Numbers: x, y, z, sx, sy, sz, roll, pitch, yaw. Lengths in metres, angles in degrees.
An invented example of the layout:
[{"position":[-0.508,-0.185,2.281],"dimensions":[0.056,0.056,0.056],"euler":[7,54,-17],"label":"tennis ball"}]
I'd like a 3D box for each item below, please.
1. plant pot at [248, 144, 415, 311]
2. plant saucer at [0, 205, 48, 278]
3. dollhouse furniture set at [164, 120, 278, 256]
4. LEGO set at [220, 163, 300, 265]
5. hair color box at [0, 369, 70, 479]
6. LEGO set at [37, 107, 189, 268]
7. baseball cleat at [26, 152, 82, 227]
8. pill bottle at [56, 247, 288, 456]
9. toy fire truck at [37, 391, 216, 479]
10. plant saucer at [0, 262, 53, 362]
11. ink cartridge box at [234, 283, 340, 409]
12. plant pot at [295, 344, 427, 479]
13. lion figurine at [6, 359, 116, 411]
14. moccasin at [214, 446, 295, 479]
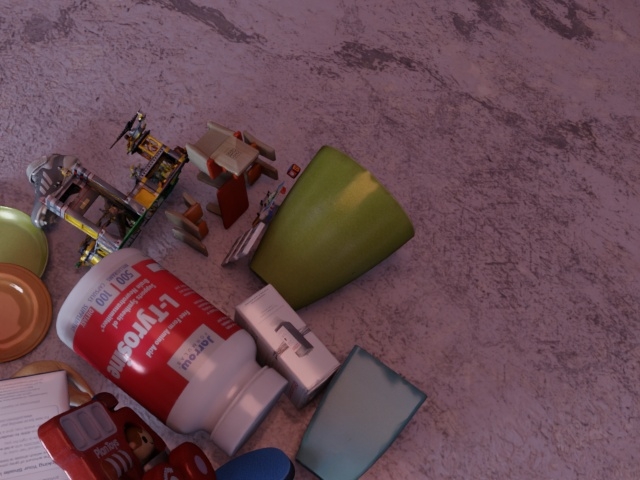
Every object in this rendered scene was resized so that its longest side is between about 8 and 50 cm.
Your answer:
[{"position":[0.000,0.000,1.470],"dimensions":[0.275,0.275,0.293],"euler":[42,82,13],"label":"plant pot"},{"position":[-0.691,0.040,1.454],"dimensions":[0.241,0.037,0.240],"euler":[3,64,-6],"label":"plant saucer"},{"position":[-0.192,-0.117,1.477],"dimensions":[0.135,0.259,0.262],"euler":[32,65,18],"label":"dollhouse furniture set"},{"position":[-0.115,-0.048,1.499],"dimensions":[0.060,0.182,0.244],"euler":[34,68,-13],"label":"LEGO set"},{"position":[-0.495,0.402,1.158],"dimensions":[0.174,0.105,0.347],"euler":[-6,82,-23],"label":"hair color box"},{"position":[-0.437,-0.104,1.440],"dimensions":[0.192,0.255,0.331],"euler":[35,73,-8],"label":"LEGO set"},{"position":[-0.603,-0.110,1.522],"dimensions":[0.110,0.072,0.205],"euler":[11,47,4],"label":"baseball cleat"},{"position":[-0.273,0.214,1.322],"dimensions":[0.408,0.229,0.229],"euler":[36,65,9],"label":"pill bottle"},{"position":[-0.325,0.371,1.164],"dimensions":[0.169,0.302,0.253],"euler":[-34,86,4],"label":"toy fire truck"},{"position":[-0.637,0.142,1.377],"dimensions":[0.200,0.037,0.199],"euler":[2,84,-15],"label":"plant saucer"},{"position":[-0.072,0.215,1.388],"dimensions":[0.092,0.158,0.218],"euler":[-35,74,-22],"label":"ink cartridge box"},{"position":[0.061,0.356,1.345],"dimensions":[0.165,0.165,0.234],"euler":[35,73,9],"label":"plant pot"},{"position":[-0.595,0.313,1.300],"dimensions":[0.392,0.142,0.240],"euler":[-17,59,-30],"label":"lion figurine"},{"position":[-0.187,0.509,1.256],"dimensions":[0.342,0.116,0.138],"euler":[-35,38,-9],"label":"moccasin"}]
